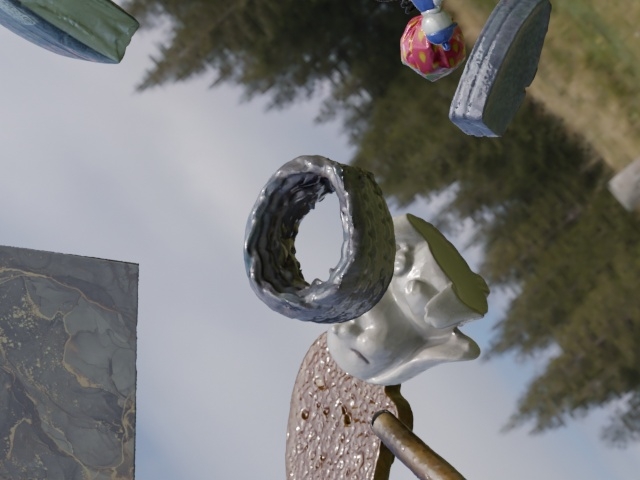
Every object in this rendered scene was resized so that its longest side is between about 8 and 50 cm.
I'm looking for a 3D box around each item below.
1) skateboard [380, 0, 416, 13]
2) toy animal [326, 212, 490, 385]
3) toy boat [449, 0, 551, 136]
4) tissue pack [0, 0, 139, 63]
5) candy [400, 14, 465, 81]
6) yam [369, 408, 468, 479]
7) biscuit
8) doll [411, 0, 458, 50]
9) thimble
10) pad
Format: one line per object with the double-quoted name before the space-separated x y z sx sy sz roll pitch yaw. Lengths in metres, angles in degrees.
"skateboard" 0.091 -0.372 1.827 0.080 0.067 0.151 39 -172 25
"toy animal" 0.131 0.125 2.085 0.206 0.265 0.271 18 -146 -50
"toy boat" 0.321 -0.319 2.243 0.078 0.283 0.127 23 178 39
"tissue pack" -0.446 -0.377 2.040 0.228 0.103 0.316 32 175 -29
"candy" 0.190 -0.436 2.241 0.365 0.124 0.124 79 164 -47
"yam" 0.148 0.310 1.752 0.046 0.046 0.264 42 178 -37
"biscuit" 0.061 0.354 2.448 0.070 0.394 0.350 19 166 -36
"doll" 0.148 -0.325 1.732 0.099 0.058 0.143 6 121 66
"thimble" 0.000 0.000 1.808 0.205 0.236 0.172 21 178 20
"pad" -0.363 0.181 1.706 0.248 0.367 0.007 8 -156 7
